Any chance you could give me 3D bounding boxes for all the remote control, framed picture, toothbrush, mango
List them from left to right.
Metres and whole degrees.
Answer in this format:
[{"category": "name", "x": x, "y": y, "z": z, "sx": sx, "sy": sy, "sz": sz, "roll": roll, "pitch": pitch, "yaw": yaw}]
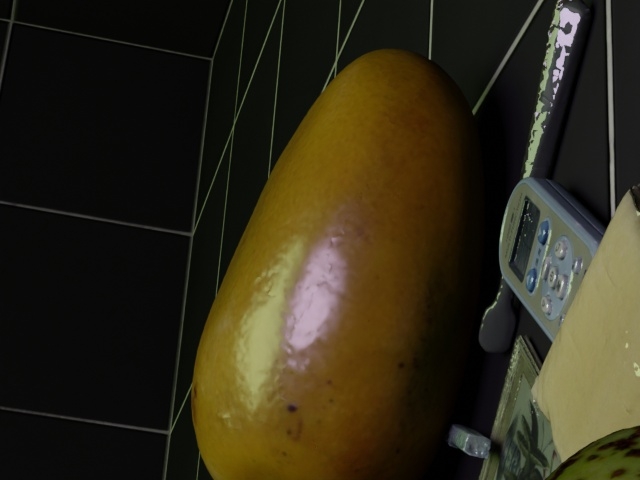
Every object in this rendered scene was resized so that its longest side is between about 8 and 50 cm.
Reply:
[{"category": "mango", "x": 0.029, "y": 0.041, "z": 1.515, "sx": 0.300, "sy": 0.232, "sz": 0.445, "roll": 142, "pitch": 145, "yaw": -82}, {"category": "framed picture", "x": 0.155, "y": 0.191, "z": 1.262, "sx": 0.231, "sy": 0.010, "sz": 0.173, "roll": -109, "pitch": 30, "yaw": -70}, {"category": "toothbrush", "x": 0.170, "y": -0.051, "z": 1.359, "sx": 0.030, "sy": 0.030, "sz": 0.297, "roll": -80, "pitch": 2, "yaw": -76}, {"category": "remote control", "x": 0.176, "y": 0.018, "z": 1.215, "sx": 0.244, "sy": 0.047, "sz": 0.087, "roll": -114, "pitch": 32, "yaw": -71}]

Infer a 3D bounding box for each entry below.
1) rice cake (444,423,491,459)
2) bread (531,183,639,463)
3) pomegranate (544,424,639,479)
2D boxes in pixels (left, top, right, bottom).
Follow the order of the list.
[{"category": "rice cake", "x": 0.121, "y": 0.165, "z": 1.396, "sx": 0.121, "sy": 0.022, "sz": 0.021, "roll": 153, "pitch": 137, "yaw": -87}, {"category": "bread", "x": 0.190, "y": 0.071, "z": 1.017, "sx": 0.139, "sy": 0.060, "sz": 0.178, "roll": -105, "pitch": 26, "yaw": -46}, {"category": "pomegranate", "x": 0.183, "y": 0.192, "z": 0.704, "sx": 0.248, "sy": 0.214, "sz": 0.214, "roll": 13, "pitch": 94, "yaw": 43}]
